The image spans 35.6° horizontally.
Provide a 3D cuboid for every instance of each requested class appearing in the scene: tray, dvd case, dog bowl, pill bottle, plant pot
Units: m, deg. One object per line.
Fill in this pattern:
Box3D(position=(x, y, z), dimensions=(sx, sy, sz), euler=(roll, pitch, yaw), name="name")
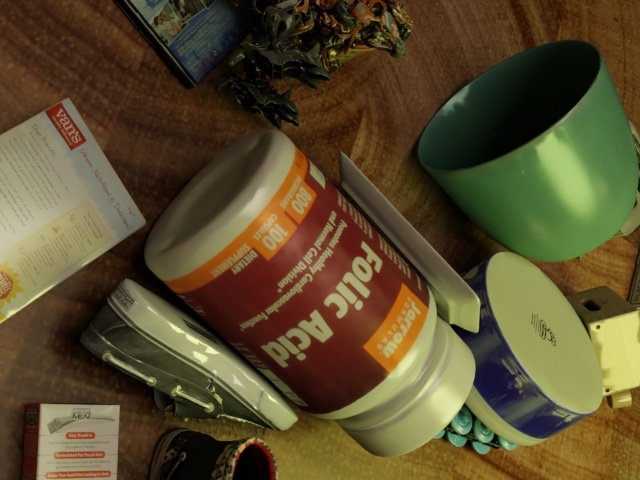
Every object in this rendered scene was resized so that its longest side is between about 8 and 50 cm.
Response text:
Box3D(position=(0.107, 0.010, 1.298), dimensions=(0.030, 0.145, 0.270), euler=(-38, 68, -9), name="tray")
Box3D(position=(-0.192, -0.343, 1.271), dimensions=(0.253, 0.022, 0.180), euler=(51, 57, -19), name="dvd case")
Box3D(position=(0.282, 0.151, 1.422), dimensions=(0.265, 0.104, 0.264), euler=(33, 37, -29), name="dog bowl")
Box3D(position=(-0.002, 0.074, 1.211), dimensions=(0.392, 0.224, 0.224), euler=(45, 58, -21), name="pill bottle")
Box3D(position=(0.326, -0.111, 1.465), dimensions=(0.235, 0.293, 0.293), euler=(52, 56, -25), name="plant pot")

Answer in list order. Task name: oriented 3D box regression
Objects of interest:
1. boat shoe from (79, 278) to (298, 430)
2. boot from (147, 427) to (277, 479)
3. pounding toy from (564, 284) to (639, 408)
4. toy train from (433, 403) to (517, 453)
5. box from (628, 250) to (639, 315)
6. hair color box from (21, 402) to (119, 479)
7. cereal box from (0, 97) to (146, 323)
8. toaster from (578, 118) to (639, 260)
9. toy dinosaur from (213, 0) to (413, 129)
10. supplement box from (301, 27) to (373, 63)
Box3D(position=(-0.150, 0.162, 1.170), dimensions=(0.102, 0.108, 0.301), euler=(-48, 128, 2), name="boat shoe")
Box3D(position=(-0.132, 0.324, 1.098), dimensions=(0.085, 0.179, 0.236), euler=(18, 71, -34), name="boot")
Box3D(position=(0.444, 0.187, 1.604), dimensions=(0.094, 0.181, 0.206), euler=(-14, 107, -4), name="pounding toy")
Box3D(position=(0.220, 0.244, 1.445), dimensions=(0.184, 0.080, 0.105), euler=(24, 60, -32), name="toy train")
Box3D(position=(0.691, 0.117, 1.814), dimensions=(0.290, 0.087, 0.169), euler=(36, 62, -27), name="box")
Box3D(position=(-0.273, 0.262, 1.083), dimensions=(0.093, 0.053, 0.167), euler=(8, 79, -35), name="hair color box")
Box3D(position=(-0.330, -0.028, 1.094), dimensions=(0.240, 0.047, 0.173), euler=(-38, 105, -36), name="cereal box")
Box3D(position=(0.470, -0.093, 1.671), dimensions=(0.168, 0.110, 0.185), euler=(-42, 107, -33), name="toaster")
Box3D(position=(-0.046, -0.277, 1.277), dimensions=(0.322, 0.164, 0.218), euler=(6, 68, 7), name="toy dinosaur")
Box3D(position=(0.011, -0.369, 1.394), dimensions=(0.080, 0.078, 0.233), euler=(-2, 84, -40), name="supplement box")
